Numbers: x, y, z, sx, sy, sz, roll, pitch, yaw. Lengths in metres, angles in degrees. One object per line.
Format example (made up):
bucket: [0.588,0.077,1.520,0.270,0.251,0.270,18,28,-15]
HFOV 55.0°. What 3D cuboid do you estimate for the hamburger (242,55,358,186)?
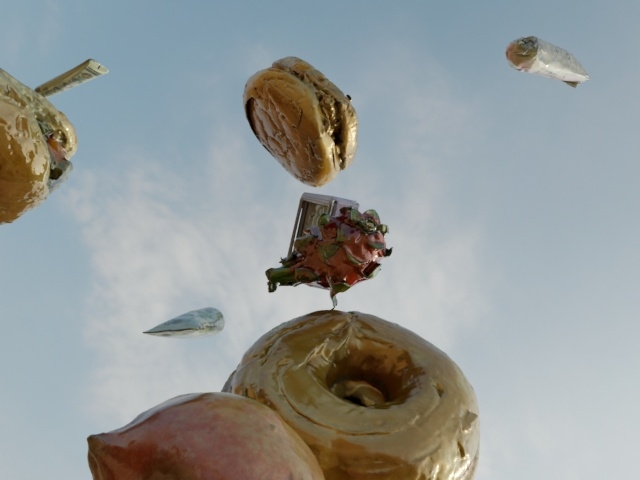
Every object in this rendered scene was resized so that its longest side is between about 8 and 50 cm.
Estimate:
hamburger: [-0.032,-0.192,0.986,0.214,0.108,0.213,41,-22,21]

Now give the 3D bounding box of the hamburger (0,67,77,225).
hamburger: [-0.496,-0.131,0.954,0.209,0.162,0.330,19,-44,-20]

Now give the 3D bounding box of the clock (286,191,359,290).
clock: [0.001,0.000,1.301,0.145,0.073,0.193,15,-87,61]

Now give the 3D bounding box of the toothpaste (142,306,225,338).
toothpaste: [-0.157,0.106,0.770,0.064,0.218,0.041,-4,-94,3]

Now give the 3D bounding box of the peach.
peach: [-0.121,0.263,0.621,0.257,0.232,0.232,30,-42,-24]

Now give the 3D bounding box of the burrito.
burrito: [0.387,-0.304,1.044,0.064,0.203,0.064,-2,-93,51]

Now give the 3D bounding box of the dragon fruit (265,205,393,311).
dragon fruit: [0.013,0.038,1.025,0.236,0.135,0.137,-37,-110,9]

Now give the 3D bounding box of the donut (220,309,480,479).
donut: [0.051,0.274,0.972,0.449,0.449,0.198,23,-61,22]

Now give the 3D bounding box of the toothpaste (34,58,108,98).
toothpaste: [-0.650,-0.415,1.589,0.239,0.062,0.039,-12,-114,29]
